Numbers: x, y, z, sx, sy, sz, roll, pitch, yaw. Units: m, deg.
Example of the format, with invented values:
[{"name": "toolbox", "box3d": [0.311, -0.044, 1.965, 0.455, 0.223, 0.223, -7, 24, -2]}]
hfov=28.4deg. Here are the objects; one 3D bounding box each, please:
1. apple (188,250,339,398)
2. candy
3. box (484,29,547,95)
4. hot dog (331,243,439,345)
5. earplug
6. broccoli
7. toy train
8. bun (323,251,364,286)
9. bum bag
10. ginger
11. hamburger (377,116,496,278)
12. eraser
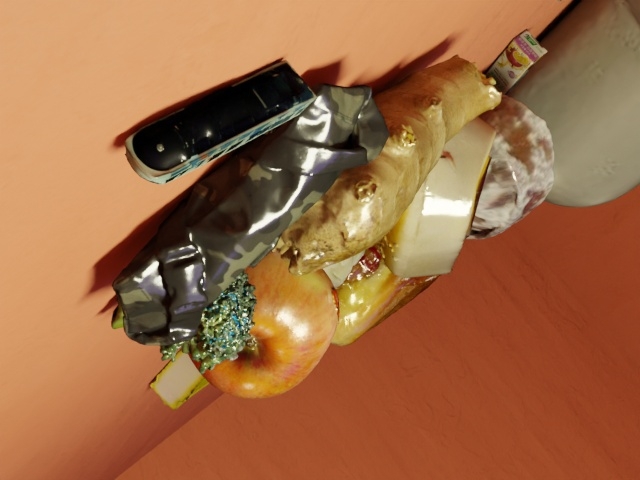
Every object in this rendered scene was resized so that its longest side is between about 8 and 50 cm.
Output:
[{"name": "apple", "box3d": [-0.078, 0.096, 1.575, 0.209, 0.209, 0.164, -44, -169, 21]}, {"name": "candy", "box3d": [0.246, -0.113, 1.993, 0.157, 0.214, 0.289, -37, 176, -25]}, {"name": "box", "box3d": [0.285, -0.254, 2.007, 0.041, 0.050, 0.207, -35, 172, -32]}, {"name": "hot dog", "box3d": [0.108, 0.043, 2.362, 0.223, 0.185, 0.405, -42, 174, 26]}, {"name": "earplug", "box3d": [0.482, -0.232, 2.141, 0.394, 0.312, 0.313, -46, 172, 38]}, {"name": "broccoli", "box3d": [-0.149, 0.068, 1.376, 0.160, 0.154, 0.167, -1, 173, 1]}, {"name": "toy train", "box3d": [-0.080, -0.090, 0.987, 0.047, 0.043, 0.207, -41, 175, 41]}, {"name": "bun", "box3d": [0.000, 0.000, 1.714, 0.193, 0.128, 0.178, -40, 173, -25]}, {"name": "bum bag", "box3d": [-0.075, -0.029, 1.222, 0.340, 0.095, 0.144, -43, 149, 6]}, {"name": "ginger", "box3d": [0.068, -0.078, 1.446, 0.375, 0.166, 0.236, -24, 153, -51]}, {"name": "hamburger", "box3d": [0.141, -0.069, 1.724, 0.295, 0.152, 0.227, 107, -1, -69]}, {"name": "eraser", "box3d": [-0.183, 0.198, 2.234, 0.226, 0.069, 0.158, -33, 167, -49]}]
